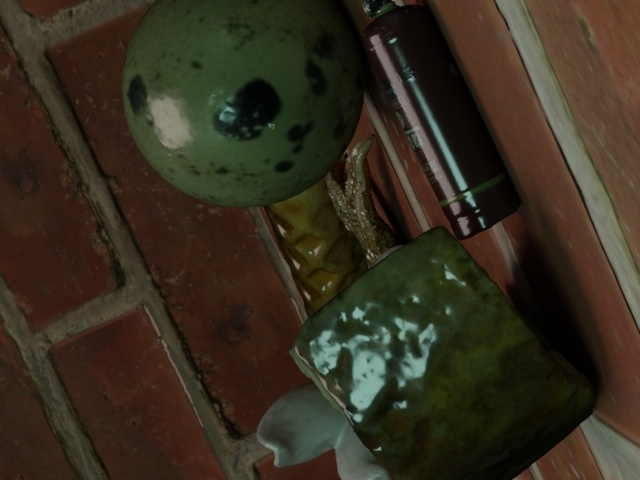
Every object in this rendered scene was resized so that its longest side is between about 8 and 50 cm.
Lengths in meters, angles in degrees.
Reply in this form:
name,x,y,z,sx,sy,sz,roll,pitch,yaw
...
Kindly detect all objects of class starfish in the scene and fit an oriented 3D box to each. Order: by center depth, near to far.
name,x,y,z,sx,sy,sz,roll,pitch,yaw
starfish,0.041,-0.014,1.404,0.247,0.050,0.138,168,77,-82

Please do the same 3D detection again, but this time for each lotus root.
name,x,y,z,sx,sy,sz,roll,pitch,yaw
lotus root,0.079,0.080,0.948,0.138,0.119,0.235,49,-178,23

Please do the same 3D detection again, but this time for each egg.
name,x,y,z,sx,sy,sz,roll,pitch,yaw
egg,-0.056,-0.118,1.172,0.228,0.177,0.177,-90,-24,-73

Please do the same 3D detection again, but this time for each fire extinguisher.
name,x,y,z,sx,sy,sz,roll,pitch,yaw
fire extinguisher,0.063,-0.079,0.902,0.158,0.043,0.064,65,-166,-3

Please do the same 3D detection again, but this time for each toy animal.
name,x,y,z,sx,sy,sz,roll,pitch,yaw
toy animal,0.032,0.116,1.143,0.103,0.221,0.131,32,138,6

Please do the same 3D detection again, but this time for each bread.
name,x,y,z,sx,sy,sz,roll,pitch,yaw
bread,0.000,-0.001,1.653,0.087,0.098,0.269,9,140,29
